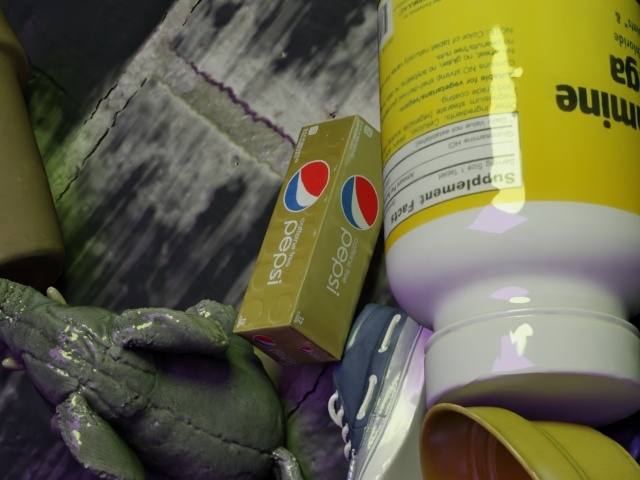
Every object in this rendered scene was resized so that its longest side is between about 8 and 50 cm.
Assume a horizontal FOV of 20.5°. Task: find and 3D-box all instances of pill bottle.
[{"bbox_3d":[0.135,-0.048,1.191,0.188,0.188,0.334,-13,65,27],"label":"pill bottle"}]

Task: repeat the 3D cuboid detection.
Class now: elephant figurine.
[{"bbox_3d":[-0.143,0.103,1.266,0.186,0.239,0.169,-18,62,25],"label":"elephant figurine"}]

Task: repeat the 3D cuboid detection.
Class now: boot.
[{"bbox_3d":[0.040,0.136,1.256,0.086,0.069,0.190,8,67,41],"label":"boot"}]

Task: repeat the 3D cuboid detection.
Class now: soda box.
[{"bbox_3d":[0.000,0.000,1.306,0.061,0.058,0.181,-10,53,44],"label":"soda box"}]

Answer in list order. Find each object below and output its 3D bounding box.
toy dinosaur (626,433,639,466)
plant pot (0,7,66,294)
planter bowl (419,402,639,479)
[{"bbox_3d":[0.216,0.126,1.164,0.090,0.047,0.082,-2,51,42],"label":"toy dinosaur"},{"bbox_3d":[-0.329,-0.041,1.458,0.263,0.263,0.229,-35,74,15],"label":"plant pot"},{"bbox_3d":[0.156,0.182,1.113,0.090,0.217,0.217,-25,52,-19],"label":"planter bowl"}]
